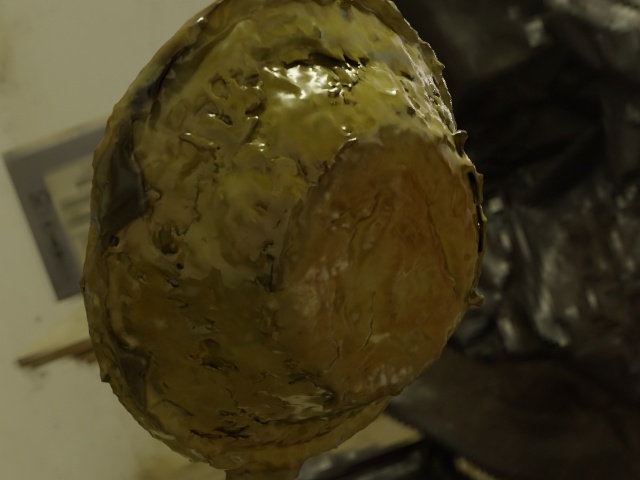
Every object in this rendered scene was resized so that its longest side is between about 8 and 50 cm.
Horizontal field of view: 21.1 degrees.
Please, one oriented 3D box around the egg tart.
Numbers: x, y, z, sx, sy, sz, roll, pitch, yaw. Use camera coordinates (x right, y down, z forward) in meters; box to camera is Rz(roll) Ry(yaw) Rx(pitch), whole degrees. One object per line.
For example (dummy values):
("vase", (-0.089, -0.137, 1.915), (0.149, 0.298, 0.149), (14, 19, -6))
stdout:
("egg tart", (0.000, -0.001, 1.080), (0.341, 0.341, 0.132), (-25, 32, -34))
